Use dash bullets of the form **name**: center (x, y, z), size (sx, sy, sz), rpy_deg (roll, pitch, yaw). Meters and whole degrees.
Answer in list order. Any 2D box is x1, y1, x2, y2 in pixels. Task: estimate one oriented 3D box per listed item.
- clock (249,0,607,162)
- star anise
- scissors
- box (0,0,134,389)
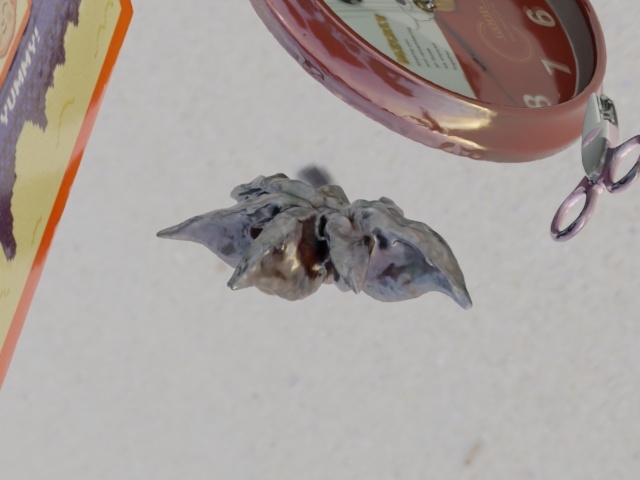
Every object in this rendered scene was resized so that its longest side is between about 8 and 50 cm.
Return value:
- **clock**: center (0.077, -0.178, 1.505), size (0.318, 0.318, 0.080), rpy_deg (44, 130, 10)
- **star anise**: center (0.000, 0.000, 1.212), size (0.204, 0.181, 0.061), rpy_deg (-145, 56, -60)
- **scissors**: center (0.178, -0.057, 1.241), size (0.022, 0.176, 0.085), rpy_deg (39, 115, -11)
- **box**: center (-0.309, -0.098, 0.919), size (0.349, 0.318, 0.257), rpy_deg (4, 142, 13)
